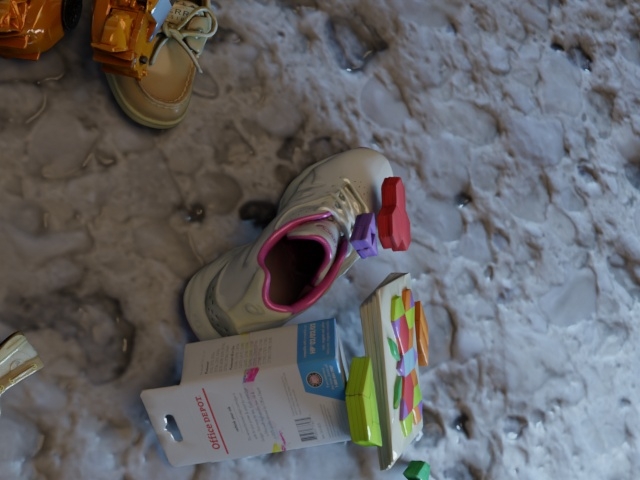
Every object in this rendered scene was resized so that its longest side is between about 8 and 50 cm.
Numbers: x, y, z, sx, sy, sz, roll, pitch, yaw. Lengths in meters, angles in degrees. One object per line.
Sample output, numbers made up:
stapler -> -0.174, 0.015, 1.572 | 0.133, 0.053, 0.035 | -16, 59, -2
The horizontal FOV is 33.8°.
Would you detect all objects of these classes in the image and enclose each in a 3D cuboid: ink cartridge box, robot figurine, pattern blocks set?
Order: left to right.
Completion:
robot figurine -> -0.200, -0.301, 0.979 | 0.211, 0.085, 0.291 | 10, 79, 8
ink cartridge box -> -0.063, 0.142, 0.976 | 0.061, 0.181, 0.104 | -91, 169, -56
pattern blocks set -> 0.076, 0.122, 1.058 | 0.285, 0.026, 0.324 | -53, 136, -64

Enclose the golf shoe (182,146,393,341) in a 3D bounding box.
golf shoe -> 0.000, 0.000, 1.065 | 0.115, 0.140, 0.306 | 51, 55, -12

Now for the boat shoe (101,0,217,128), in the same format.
boat shoe -> -0.159, -0.254, 1.046 | 0.105, 0.089, 0.285 | 4, 76, -34

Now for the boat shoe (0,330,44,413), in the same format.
boat shoe -> -0.286, 0.135, 0.886 | 0.045, 0.050, 0.135 | 47, 57, -10
